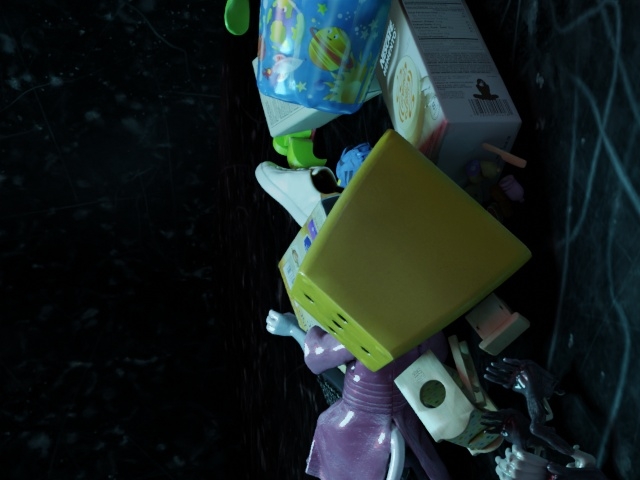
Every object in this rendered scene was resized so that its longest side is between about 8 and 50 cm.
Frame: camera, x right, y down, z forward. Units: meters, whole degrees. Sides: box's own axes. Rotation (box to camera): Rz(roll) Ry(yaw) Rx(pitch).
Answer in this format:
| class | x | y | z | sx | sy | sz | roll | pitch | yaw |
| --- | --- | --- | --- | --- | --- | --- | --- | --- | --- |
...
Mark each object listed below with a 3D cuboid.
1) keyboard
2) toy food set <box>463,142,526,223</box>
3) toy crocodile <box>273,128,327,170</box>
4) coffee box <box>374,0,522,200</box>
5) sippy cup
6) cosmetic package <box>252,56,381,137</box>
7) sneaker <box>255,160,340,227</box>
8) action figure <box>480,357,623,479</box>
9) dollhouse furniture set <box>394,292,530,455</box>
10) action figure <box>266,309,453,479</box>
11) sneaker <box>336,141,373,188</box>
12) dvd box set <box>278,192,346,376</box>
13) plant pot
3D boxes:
| class | x | y | z | sx | sy | sz | roll | pitch | yaw |
| --- | --- | --- | --- | --- | --- | --- | --- | --- | --- |
| keyboard | 0.059 | 0.282 | 1.585 | 0.317 | 0.033 | 0.201 | 31 | 138 | 62 |
| toy food set | 0.201 | -0.054 | 1.056 | 0.019 | 0.078 | 0.122 | -48 | -25 | -35 |
| toy crocodile | -0.051 | -0.297 | 1.989 | 0.115 | 0.105 | 0.340 | 110 | 157 | -57 |
| coffee box | 0.153 | -0.184 | 1.135 | 0.141 | 0.098 | 0.246 | 103 | 159 | -49 |
| sippy cup | 0.004 | -0.315 | 1.358 | 0.305 | 0.240 | 0.224 | -139 | 58 | -61 |
| cosmetic package | -0.011 | -0.299 | 1.622 | 0.309 | 0.113 | 0.160 | 169 | 86 | -69 |
| sneaker | -0.030 | -0.113 | 1.871 | 0.123 | 0.106 | 0.290 | -56 | 43 | 9 |
| action figure | 0.222 | 0.251 | 0.869 | 0.275 | 0.141 | 0.164 | -107 | 22 | -55 |
| dollhouse furniture set | 0.211 | 0.169 | 1.057 | 0.161 | 0.182 | 0.101 | -44 | 53 | 12 |
| action figure | 0.071 | 0.211 | 1.253 | 0.275 | 0.248 | 0.370 | -126 | 33 | -65 |
| sneaker | 0.073 | -0.126 | 1.549 | 0.209 | 0.069 | 0.082 | -144 | 56 | -73 |
| dvd box set | 0.031 | 0.121 | 1.663 | 0.420 | 0.062 | 0.307 | 125 | 127 | -69 |
| plant pot | 0.081 | 0.034 | 1.060 | 0.212 | 0.187 | 0.212 | 42 | 164 | 5 |
